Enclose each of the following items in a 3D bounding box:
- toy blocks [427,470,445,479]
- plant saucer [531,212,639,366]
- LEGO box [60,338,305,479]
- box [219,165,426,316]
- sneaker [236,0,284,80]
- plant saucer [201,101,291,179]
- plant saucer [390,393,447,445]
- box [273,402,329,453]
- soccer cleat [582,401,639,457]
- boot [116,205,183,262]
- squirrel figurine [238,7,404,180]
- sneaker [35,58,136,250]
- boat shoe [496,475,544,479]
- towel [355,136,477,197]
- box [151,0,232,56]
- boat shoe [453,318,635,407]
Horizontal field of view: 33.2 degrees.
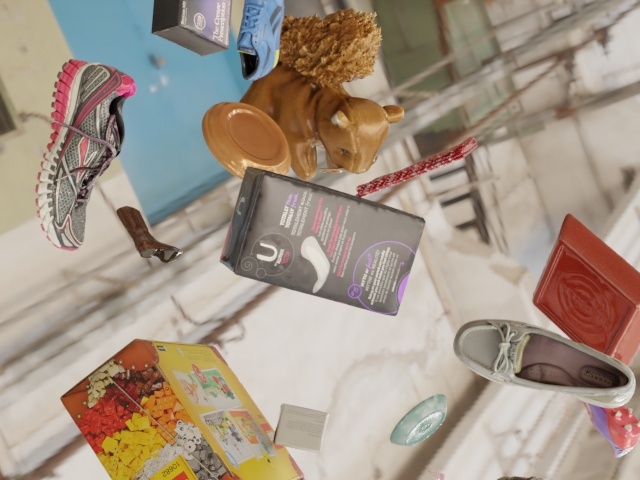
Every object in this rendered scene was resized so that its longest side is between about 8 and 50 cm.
[{"bbox_3d":[0.316,0.551,1.883,0.309,0.288,0.260,125,-18,-45],"label":"toy blocks"},{"bbox_3d":[0.530,0.118,2.121,0.047,0.258,0.259,-26,147,-30],"label":"plant saucer"},{"bbox_3d":[-0.255,0.407,2.168,0.193,0.372,0.500,-37,167,5],"label":"LEGO box"},{"bbox_3d":[0.000,0.000,1.671,0.270,0.165,0.143,16,-177,-17],"label":"box"},{"bbox_3d":[-0.116,-0.392,1.974,0.069,0.209,0.082,20,-143,22],"label":"sneaker"},{"bbox_3d":[-0.137,-0.197,2.095,0.037,0.200,0.200,-44,175,38],"label":"plant saucer"},{"bbox_3d":[0.169,0.304,1.783,0.119,0.021,0.119,-29,149,-20],"label":"plant saucer"},{"bbox_3d":[-0.042,0.395,2.259,0.101,0.087,0.102,12,169,-3],"label":"box"},{"bbox_3d":[0.569,0.330,2.216,0.083,0.248,0.095,-4,134,-32],"label":"soccer cleat"},{"bbox_3d":[-0.307,-0.015,1.925,0.037,0.114,0.106,-48,148,19],"label":"boot"},{"bbox_3d":[0.011,-0.329,2.428,0.281,0.397,0.370,-3,-165,-32],"label":"squirrel figurine"},{"bbox_3d":[-0.369,-0.129,1.680,0.112,0.299,0.121,11,-175,5],"label":"sneaker"},{"bbox_3d":[0.574,0.666,2.604,0.130,0.355,0.132,-27,-135,47],"label":"boat shoe"},{"bbox_3d":[0.223,-0.170,2.468,0.274,0.031,0.199,-21,-175,20],"label":"towel"},{"bbox_3d":[-0.312,-0.613,2.654,0.103,0.261,0.184,-7,166,40],"label":"box"},{"bbox_3d":[0.383,0.206,1.856,0.320,0.118,0.103,18,169,18],"label":"boat shoe"}]
